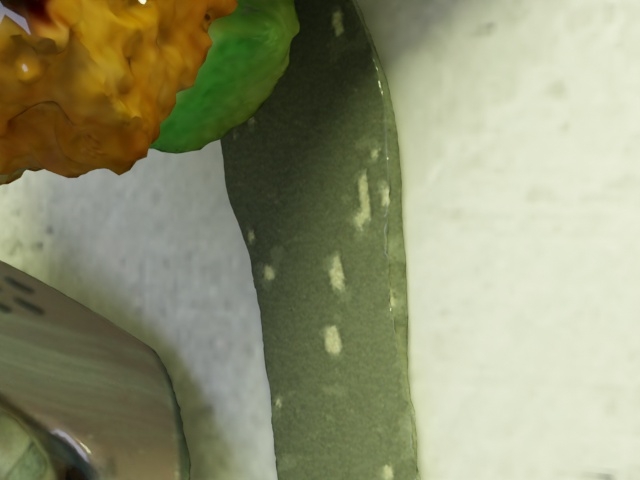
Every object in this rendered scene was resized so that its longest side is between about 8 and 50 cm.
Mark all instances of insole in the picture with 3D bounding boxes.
[{"bbox_3d":[0.000,0.000,0.510,0.081,0.011,0.248,-12,82,38],"label":"insole"}]

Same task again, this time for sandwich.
[{"bbox_3d":[-0.071,-0.092,0.446,0.250,0.301,0.162,18,145,33],"label":"sandwich"}]

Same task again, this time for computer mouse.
[{"bbox_3d":[-0.190,0.066,0.535,0.389,0.199,0.115,13,140,20],"label":"computer mouse"}]
